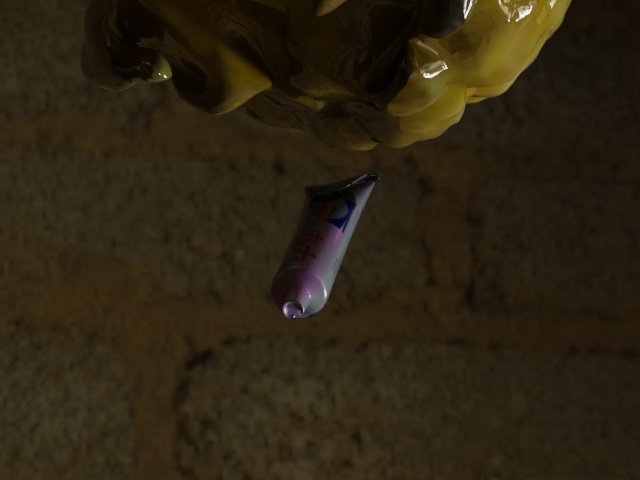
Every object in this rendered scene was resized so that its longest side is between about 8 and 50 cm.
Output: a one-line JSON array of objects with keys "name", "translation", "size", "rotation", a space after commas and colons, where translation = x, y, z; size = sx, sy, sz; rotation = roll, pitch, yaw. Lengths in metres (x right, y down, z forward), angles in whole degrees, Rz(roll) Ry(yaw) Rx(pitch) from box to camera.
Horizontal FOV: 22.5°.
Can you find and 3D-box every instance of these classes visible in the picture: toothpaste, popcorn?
[{"name": "toothpaste", "translation": [0.000, 0.000, 0.838], "size": [0.045, 0.170, 0.028], "rotation": [-15, 109, 15]}, {"name": "popcorn", "translation": [-0.014, -0.144, 0.640], "size": [0.190, 0.250, 0.250], "rotation": [-37, 173, -37]}]

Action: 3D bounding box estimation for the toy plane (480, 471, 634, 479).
[{"name": "toy plane", "translation": [0.128, 0.175, 0.538], "size": [0.117, 0.245, 0.244], "rotation": [-46, 137, 16]}]
